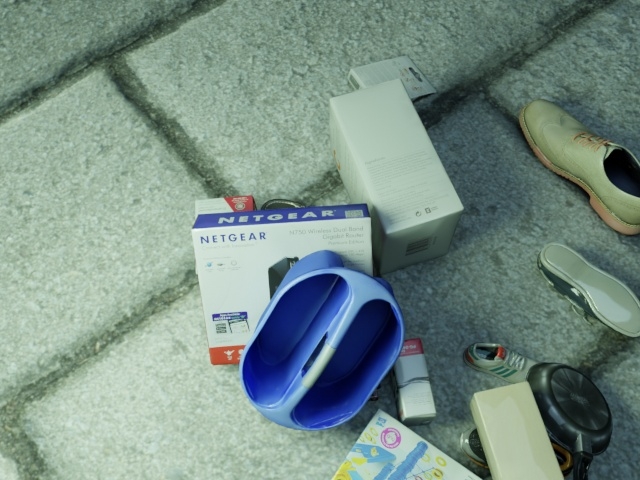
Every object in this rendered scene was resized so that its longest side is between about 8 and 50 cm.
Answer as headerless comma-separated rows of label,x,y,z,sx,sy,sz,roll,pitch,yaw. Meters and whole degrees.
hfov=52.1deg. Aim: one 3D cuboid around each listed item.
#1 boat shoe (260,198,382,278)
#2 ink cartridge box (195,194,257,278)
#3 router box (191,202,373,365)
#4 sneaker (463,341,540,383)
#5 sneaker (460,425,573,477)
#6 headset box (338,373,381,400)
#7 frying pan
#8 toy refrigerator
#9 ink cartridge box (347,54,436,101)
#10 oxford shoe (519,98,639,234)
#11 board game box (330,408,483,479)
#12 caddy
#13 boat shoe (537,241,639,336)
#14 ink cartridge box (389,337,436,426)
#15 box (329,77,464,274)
boat shoe,0.000,0.000,1.426,0.335,0.095,0.112,38,72,18
ink cartridge box,-0.196,0.012,1.410,0.128,0.127,0.176,-5,66,-1
router box,-0.065,0.089,1.288,0.336,0.300,0.082,-4,24,1
sneaker,0.370,0.242,1.310,0.162,0.075,0.057,16,66,10
sneaker,0.373,0.393,1.236,0.215,0.083,0.084,9,67,8
headset box,0.079,0.293,1.321,0.084,0.032,0.062,-6,64,1
frying pan,0.448,0.342,1.196,0.197,0.053,0.326,37,39,5
toy refrigerator,0.352,0.396,1.142,0.102,0.094,0.269,-13,61,-1
ink cartridge box,0.178,-0.390,1.647,0.179,0.045,0.145,-19,64,-27
oxford shoe,0.613,-0.199,1.471,0.141,0.146,0.397,-35,68,-13
board game box,0.146,0.520,1.181,0.308,0.086,0.302,32,69,15
caddy,0.003,0.186,1.181,0.241,0.179,0.341,28,110,-7
boat shoe,0.558,0.109,1.366,0.255,0.079,0.095,39,74,21
ink cartridge box,0.176,0.280,1.280,0.063,0.109,0.150,-7,65,-2
box,0.151,-0.137,1.422,0.169,0.215,0.345,-17,66,-7
